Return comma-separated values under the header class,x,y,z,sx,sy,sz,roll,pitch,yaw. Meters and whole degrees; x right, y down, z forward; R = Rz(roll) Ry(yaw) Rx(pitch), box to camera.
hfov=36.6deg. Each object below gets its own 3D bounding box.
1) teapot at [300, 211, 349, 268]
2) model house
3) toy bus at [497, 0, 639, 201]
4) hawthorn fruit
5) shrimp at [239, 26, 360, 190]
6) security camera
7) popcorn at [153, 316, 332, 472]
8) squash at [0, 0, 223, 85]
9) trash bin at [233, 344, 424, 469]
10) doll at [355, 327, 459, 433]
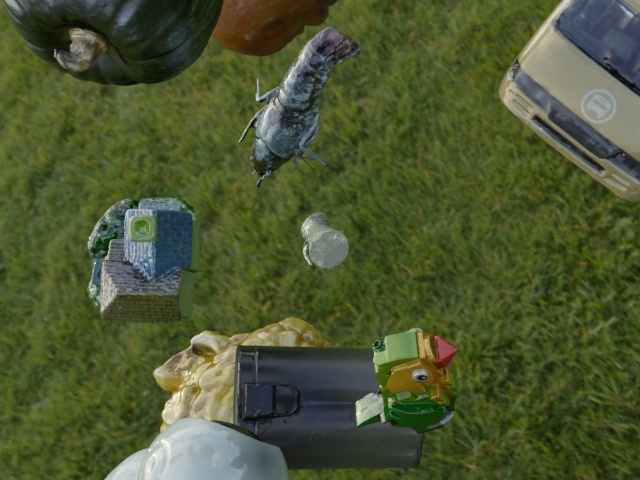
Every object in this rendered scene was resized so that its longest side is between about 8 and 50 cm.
class,x,y,z,sx,sy,sz,roll,pitch,yaw
teapot,0.000,0.000,1.337,0.067,0.057,0.083,-52,27,13
model house,-0.294,0.028,1.577,0.195,0.189,0.214,6,90,-7
toy bus,0.313,-0.196,0.861,0.177,0.365,0.202,40,134,8
hawthorn fruit,-0.106,-0.436,1.428,0.277,0.298,0.277,-36,23,18
shrimp,-0.051,-0.253,1.898,0.166,0.410,0.221,-33,73,-29
security camera,-0.147,0.320,1.195,0.236,0.194,0.194,-38,48,36
popcorn,-0.137,0.349,2.018,0.390,0.344,0.354,-9,49,15
squash,-0.194,-0.234,0.896,0.218,0.218,0.172,-7,85,33
trash bin,0.011,0.273,1.577,0.301,0.252,0.203,2,73,-7
doll,0.114,0.183,1.268,0.134,0.186,0.106,-1,53,1
